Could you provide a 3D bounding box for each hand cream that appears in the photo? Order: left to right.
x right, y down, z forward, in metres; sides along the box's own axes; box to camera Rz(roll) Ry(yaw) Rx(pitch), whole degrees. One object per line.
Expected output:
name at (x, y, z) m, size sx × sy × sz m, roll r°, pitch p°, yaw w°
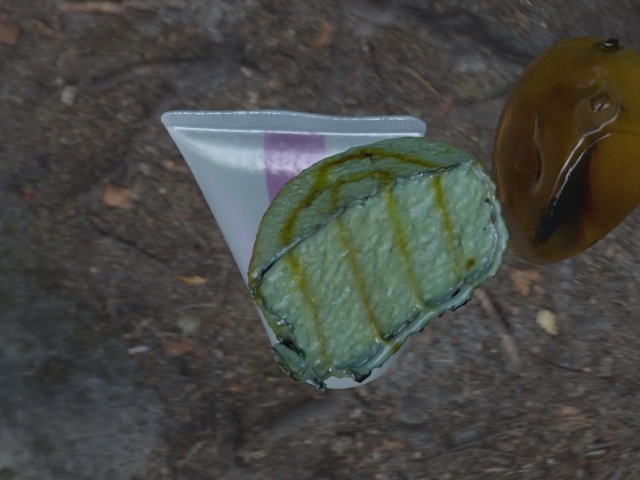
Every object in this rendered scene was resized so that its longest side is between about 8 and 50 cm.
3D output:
hand cream at (0.000, 0.000, 1.297) m, size 0.185 × 0.359 × 0.118 m, roll 4°, pitch 63°, yaw 10°

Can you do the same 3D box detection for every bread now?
bread at (0.012, 0.002, 0.931) m, size 0.156 × 0.103 × 0.110 m, roll -28°, pitch 33°, yaw -20°

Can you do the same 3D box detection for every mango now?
mango at (0.223, -0.077, 1.475) m, size 0.166 × 0.136 × 0.236 m, roll -110°, pitch 31°, yaw -42°
